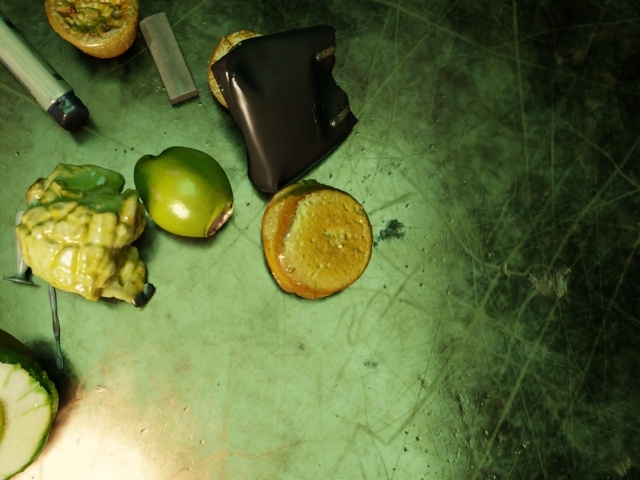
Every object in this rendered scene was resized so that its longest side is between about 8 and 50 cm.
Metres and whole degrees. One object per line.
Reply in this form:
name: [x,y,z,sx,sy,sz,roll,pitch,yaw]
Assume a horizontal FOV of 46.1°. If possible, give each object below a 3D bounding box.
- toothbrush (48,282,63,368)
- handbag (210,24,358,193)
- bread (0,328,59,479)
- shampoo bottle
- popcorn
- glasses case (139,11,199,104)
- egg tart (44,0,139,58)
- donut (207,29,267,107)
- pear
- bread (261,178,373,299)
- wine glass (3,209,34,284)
toothbrush: [-0.576,0.182,1.632,0.013,0.019,0.193,-9,80,-7]
handbag: [-0.064,-0.306,1.652,0.288,0.152,0.342,-29,129,-18]
bread: [-0.706,0.346,1.433,0.381,0.129,0.366,-5,119,-38]
shampoo bottle: [-0.655,-0.394,1.662,0.078,0.134,0.359,-43,89,-12]
popcorn: [-0.479,-0.022,1.562,0.237,0.293,0.293,25,78,21]
glasses case: [-0.351,-0.422,1.743,0.070,0.047,0.205,-22,84,-8]
egg tart: [-0.502,-0.502,1.690,0.202,0.147,0.203,1,81,-7]
donut: [-0.171,-0.385,1.742,0.174,0.074,0.190,10,84,-5]
pear: [-0.298,-0.113,1.629,0.219,0.187,0.187,41,79,5]
bread: [0.000,0.000,1.642,0.268,0.145,0.269,-2,95,-16]
wine glass: [-0.638,0.015,1.630,0.073,0.073,0.155,11,83,-4]
